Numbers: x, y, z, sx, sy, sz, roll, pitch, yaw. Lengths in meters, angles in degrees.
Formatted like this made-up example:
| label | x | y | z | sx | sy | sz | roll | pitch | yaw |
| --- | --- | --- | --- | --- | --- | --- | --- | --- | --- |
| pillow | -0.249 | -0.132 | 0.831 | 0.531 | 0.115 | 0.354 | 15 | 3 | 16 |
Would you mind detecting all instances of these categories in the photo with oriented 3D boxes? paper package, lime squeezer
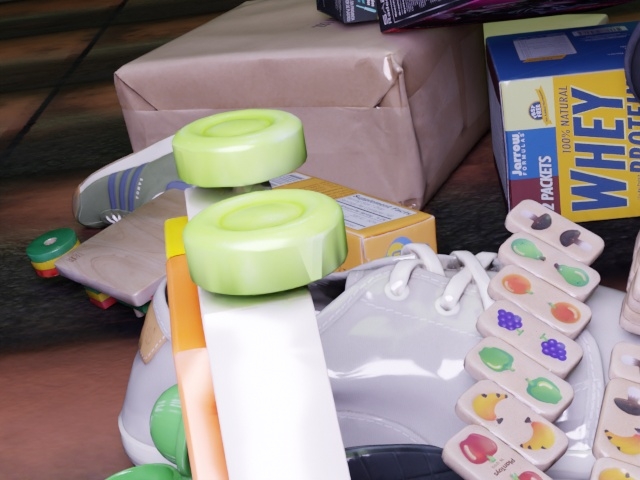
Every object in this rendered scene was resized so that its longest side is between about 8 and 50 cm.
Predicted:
| label | x | y | z | sx | sy | sz | roll | pitch | yaw |
| --- | --- | --- | --- | --- | --- | --- | --- | --- | --- |
| paper package | -0.002 | -0.150 | 1.378 | 0.309 | 0.168 | 0.325 | 1 | 22 | 22 |
| lime squeezer | -0.101 | 0.101 | 0.743 | 0.310 | 0.110 | 0.059 | -44 | -14 | 28 |

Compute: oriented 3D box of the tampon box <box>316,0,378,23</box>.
| label | x | y | z | sx | sy | sz | roll | pitch | yaw |
| --- | --- | --- | --- | --- | --- | --- | --- | --- | --- |
| tampon box | 0.080 | -0.289 | 1.303 | 0.161 | 0.121 | 0.101 | -12 | 20 | -13 |

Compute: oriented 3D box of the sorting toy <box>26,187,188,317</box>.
| label | x | y | z | sx | sy | sz | roll | pitch | yaw |
| --- | --- | --- | --- | --- | --- | --- | --- | --- | --- |
| sorting toy | -0.126 | 0.018 | 1.100 | 0.132 | 0.046 | 0.274 | -36 | 31 | -29 |

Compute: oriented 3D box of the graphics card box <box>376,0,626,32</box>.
| label | x | y | z | sx | sy | sz | roll | pitch | yaw |
| --- | --- | --- | --- | --- | --- | --- | --- | --- | --- |
| graphics card box | 0.208 | -0.242 | 1.080 | 0.232 | 0.094 | 0.371 | -8 | 3 | -17 |

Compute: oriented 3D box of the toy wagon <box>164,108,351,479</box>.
| label | x | y | z | sx | sy | sz | roll | pitch | yaw |
| --- | --- | --- | --- | --- | --- | --- | --- | --- | --- |
| toy wagon | -0.010 | 0.107 | 0.506 | 0.068 | 0.267 | 0.344 | -10 | 20 | -4 |

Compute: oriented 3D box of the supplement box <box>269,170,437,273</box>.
| label | x | y | z | sx | sy | sz | roll | pitch | yaw |
| --- | --- | --- | --- | --- | --- | --- | --- | --- | --- |
| supplement box | 0.000 | 0.000 | 1.089 | 0.080 | 0.078 | 0.233 | -15 | 21 | -28 |

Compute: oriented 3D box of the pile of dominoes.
| label | x | y | z | sx | sy | sz | roll | pitch | yaw |
| --- | --- | --- | --- | --- | --- | --- | --- | --- | --- |
| pile of dominoes | 0.178 | 0.064 | 0.701 | 0.195 | 0.040 | 0.251 | 17 | 41 | 8 |

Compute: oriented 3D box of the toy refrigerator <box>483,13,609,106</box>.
| label | x | y | z | sx | sy | sz | roll | pitch | yaw |
| --- | --- | --- | --- | --- | --- | --- | --- | --- | --- |
| toy refrigerator | 0.203 | -0.209 | 1.578 | 0.269 | 0.094 | 0.102 | 4 | 29 | 32 |

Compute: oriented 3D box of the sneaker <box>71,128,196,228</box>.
| label | x | y | z | sx | sy | sz | roll | pitch | yaw |
| --- | --- | --- | --- | --- | --- | --- | --- | --- | --- |
| sneaker | -0.168 | -0.032 | 1.254 | 0.192 | 0.086 | 0.064 | -25 | -28 | 35 |

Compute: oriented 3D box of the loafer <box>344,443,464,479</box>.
| label | x | y | z | sx | sy | sz | roll | pitch | yaw |
| --- | --- | --- | --- | --- | --- | --- | --- | --- | --- |
| loafer | -0.004 | 0.142 | 0.719 | 0.170 | 0.062 | 0.061 | -10 | 6 | -10 |

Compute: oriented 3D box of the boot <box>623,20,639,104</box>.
| label | x | y | z | sx | sy | sz | roll | pitch | yaw |
| --- | --- | --- | --- | --- | --- | --- | --- | --- | --- |
| boot | 0.350 | -0.031 | 0.828 | 0.366 | 0.146 | 0.445 | 19 | 28 | 12 |

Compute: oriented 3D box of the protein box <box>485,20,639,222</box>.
| label | x | y | z | sx | sy | sz | roll | pitch | yaw |
| --- | --- | --- | --- | --- | --- | --- | --- | --- | --- |
| protein box | 0.261 | -0.115 | 1.221 | 0.199 | 0.136 | 0.201 | -5 | 20 | 5 |

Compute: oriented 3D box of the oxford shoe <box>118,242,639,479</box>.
| label | x | y | z | sx | sy | sz | roll | pitch | yaw |
| --- | --- | --- | --- | --- | --- | --- | --- | --- | --- |
| oxford shoe | 0.093 | 0.066 | 0.797 | 0.449 | 0.130 | 0.169 | -4 | 17 | 6 |
